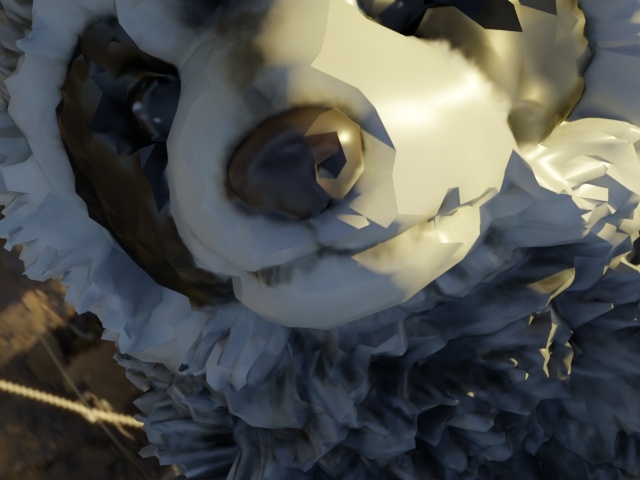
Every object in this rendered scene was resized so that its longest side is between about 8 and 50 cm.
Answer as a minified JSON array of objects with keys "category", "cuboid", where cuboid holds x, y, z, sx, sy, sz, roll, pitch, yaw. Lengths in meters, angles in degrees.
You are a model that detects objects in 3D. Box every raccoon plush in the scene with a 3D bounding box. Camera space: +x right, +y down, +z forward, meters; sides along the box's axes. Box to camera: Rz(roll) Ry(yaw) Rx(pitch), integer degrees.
[{"category":"raccoon plush","cuboid":[0.000,0.000,0.572,0.216,0.446,0.299,-26,95,-11]}]
